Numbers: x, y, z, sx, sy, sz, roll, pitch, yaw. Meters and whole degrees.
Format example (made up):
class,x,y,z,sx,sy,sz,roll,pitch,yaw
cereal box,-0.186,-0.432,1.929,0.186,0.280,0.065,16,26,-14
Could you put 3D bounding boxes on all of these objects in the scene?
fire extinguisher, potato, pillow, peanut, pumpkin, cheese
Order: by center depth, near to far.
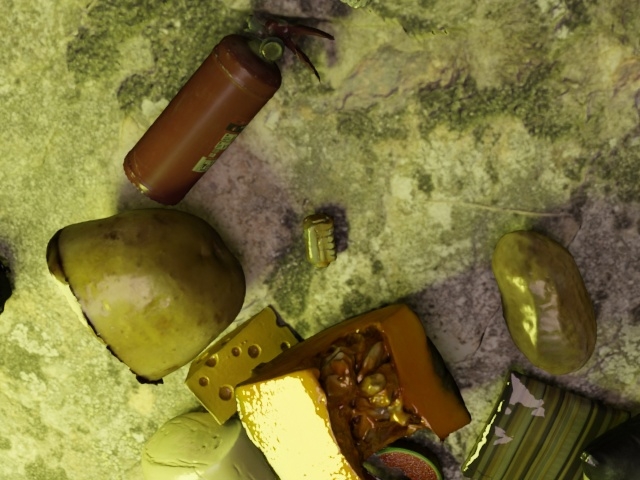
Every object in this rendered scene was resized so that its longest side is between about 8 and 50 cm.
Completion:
class,x,y,z,sx,sy,sz,roll,pitch,yaw
fire extinguisher,-0.123,-0.187,1.223,0.147,0.106,0.337,30,117,-33
peanut,0.323,0.086,1.263,0.129,0.129,0.224,-15,101,14
potato,-0.235,0.062,1.290,0.242,0.242,0.285,-25,104,18
pumpkin,0.046,0.247,1.293,0.303,0.256,0.225,-25,90,-25
pillow,0.484,0.383,1.354,0.186,0.106,0.250,-24,122,-19
pillow,0.360,0.326,1.399,0.212,0.052,0.208,20,110,-2
cheese,-0.121,0.191,1.400,0.171,0.126,0.093,-39,98,2

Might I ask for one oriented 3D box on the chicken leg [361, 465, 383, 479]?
class,x,y,z,sx,sy,sz,roll,pitch,yaw
chicken leg,0.057,0.391,1.454,0.304,0.113,0.093,27,89,-12

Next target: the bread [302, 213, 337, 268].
class,x,y,z,sx,sy,sz,roll,pitch,yaw
bread,0.000,0.000,1.319,0.049,0.034,0.088,-11,117,-3

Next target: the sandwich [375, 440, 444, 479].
class,x,y,z,sx,sy,sz,roll,pitch,yaw
sandwich,0.158,0.374,1.463,0.135,0.029,0.067,33,120,-8

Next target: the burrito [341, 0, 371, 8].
class,x,y,z,sx,sy,sz,roll,pitch,yaw
burrito,0.104,-0.377,1.124,0.203,0.064,0.064,-36,104,19

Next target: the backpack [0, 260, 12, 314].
class,x,y,z,sx,sy,sz,roll,pitch,yaw
backpack,-0.571,0.106,1.378,0.120,0.165,0.106,2,124,12

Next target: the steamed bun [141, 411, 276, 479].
class,x,y,z,sx,sy,sz,roll,pitch,yaw
steamed bun,-0.187,0.390,1.419,0.250,0.155,0.200,-12,116,40
